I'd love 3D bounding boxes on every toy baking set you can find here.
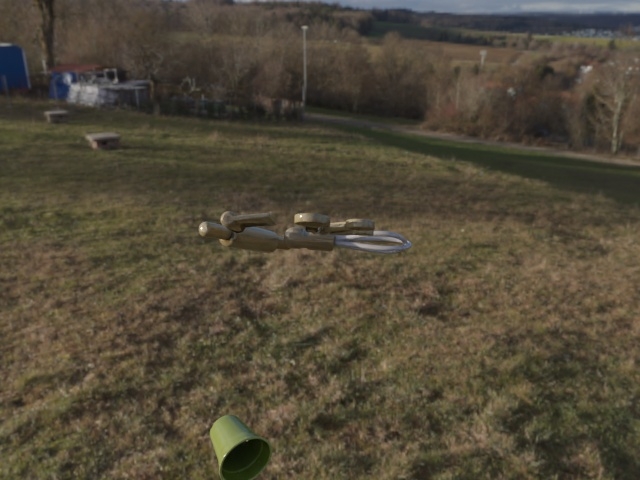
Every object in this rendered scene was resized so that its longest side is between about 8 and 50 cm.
[{"bbox_3d":[-0.007,0.000,0.689,0.197,0.030,0.256,1,-6,28],"label":"toy baking set"}]

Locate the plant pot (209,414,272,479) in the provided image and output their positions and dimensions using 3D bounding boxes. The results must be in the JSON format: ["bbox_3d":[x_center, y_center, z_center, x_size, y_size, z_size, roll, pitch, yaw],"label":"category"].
[{"bbox_3d":[-0.127,0.302,0.886,0.083,0.083,0.079,-13,29,-30],"label":"plant pot"}]
